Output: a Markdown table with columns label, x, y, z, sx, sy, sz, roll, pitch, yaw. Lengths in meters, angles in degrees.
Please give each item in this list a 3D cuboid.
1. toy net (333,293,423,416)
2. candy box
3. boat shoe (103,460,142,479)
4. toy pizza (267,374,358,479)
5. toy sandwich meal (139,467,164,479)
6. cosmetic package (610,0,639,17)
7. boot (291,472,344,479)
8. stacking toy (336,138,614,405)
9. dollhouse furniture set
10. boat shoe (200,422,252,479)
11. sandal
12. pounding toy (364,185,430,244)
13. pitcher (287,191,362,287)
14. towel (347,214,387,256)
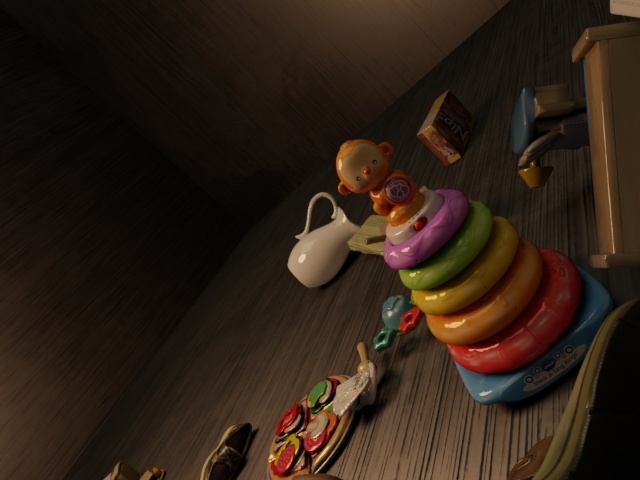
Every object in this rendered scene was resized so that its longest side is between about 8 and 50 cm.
| label | x | y | z | sx | sy | sz | roll | pitch | yaw |
| --- | --- | --- | --- | --- | --- | --- | --- | --- | --- |
| toy net | 0.099 | 0.166 | 0.733 | 0.122 | 0.045 | 0.232 | -24 | 27 | 55 |
| candy box | 0.313 | -0.279 | 1.218 | 0.053 | 0.109 | 0.187 | -33 | 20 | 47 |
| boat shoe | -0.484 | 0.616 | 1.140 | 0.103 | 0.113 | 0.302 | -51 | 3 | -12 |
| toy pizza | -0.020 | 0.288 | 0.768 | 0.201 | 0.032 | 0.201 | -44 | 13 | 13 |
| toy sandwich meal | -0.402 | 0.569 | 1.167 | 0.085 | 0.029 | 0.085 | -44 | 13 | 13 |
| cosmetic package | 0.348 | -0.217 | 0.349 | 0.231 | 0.086 | 0.117 | -5 | 26 | 14 |
| boot | -0.080 | 0.392 | 0.544 | 0.283 | 0.109 | 0.220 | -28 | 26 | 36 |
| stacking toy | 0.131 | 0.007 | 0.516 | 0.175 | 0.302 | 0.166 | -43 | 13 | 13 |
| dollhouse furniture set | 0.369 | -0.080 | 0.520 | 0.286 | 0.198 | 0.303 | -3 | -2 | 14 |
| boat shoe | -0.167 | 0.388 | 0.891 | 0.049 | 0.056 | 0.152 | -46 | 12 | 29 |
| sandal | 0.184 | 0.175 | 0.330 | 0.303 | 0.120 | 0.086 | -49 | -15 | -17 |
| pounding toy | 0.162 | -0.011 | 0.828 | 0.130 | 0.141 | 0.100 | -44 | 13 | 13 |
| pitcher | 0.000 | 0.000 | 1.241 | 0.207 | 0.178 | 0.125 | -45 | -2 | 5 |
| towel | 0.132 | -0.015 | 1.124 | 0.110 | 0.027 | 0.148 | -50 | 28 | -17 |
